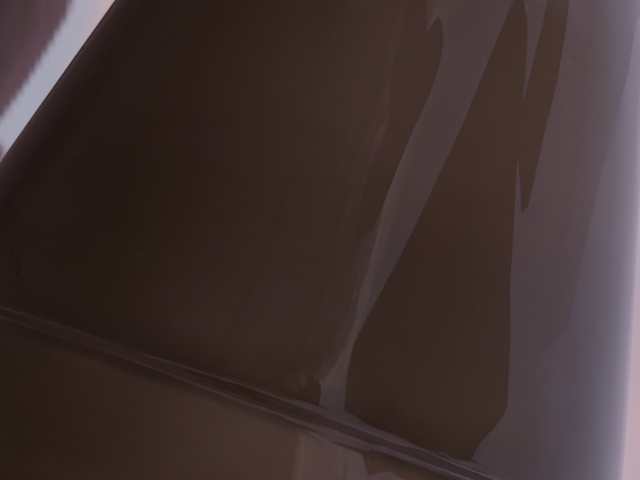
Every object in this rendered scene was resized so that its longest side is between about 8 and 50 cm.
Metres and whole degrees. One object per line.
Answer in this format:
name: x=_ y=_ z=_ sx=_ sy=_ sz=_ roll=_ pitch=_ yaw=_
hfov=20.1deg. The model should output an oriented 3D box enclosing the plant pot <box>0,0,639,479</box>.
plant pot: x=0.000 y=0.000 z=0.741 sx=0.323 sy=0.323 sz=0.280 roll=172 pitch=-62 yaw=-73
